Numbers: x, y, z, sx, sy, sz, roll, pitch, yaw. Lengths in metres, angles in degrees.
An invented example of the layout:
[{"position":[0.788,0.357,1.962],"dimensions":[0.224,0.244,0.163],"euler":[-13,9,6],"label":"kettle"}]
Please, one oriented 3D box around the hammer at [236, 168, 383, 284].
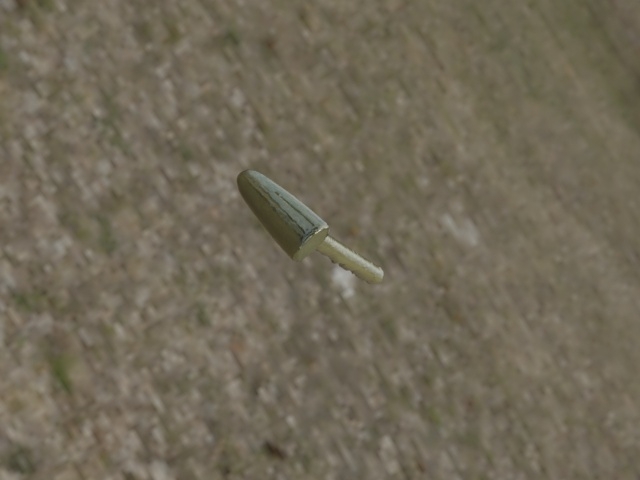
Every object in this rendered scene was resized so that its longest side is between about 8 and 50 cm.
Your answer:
[{"position":[0.000,0.000,1.041],"dimensions":[0.060,0.028,0.195],"euler":[44,3,20],"label":"hammer"}]
